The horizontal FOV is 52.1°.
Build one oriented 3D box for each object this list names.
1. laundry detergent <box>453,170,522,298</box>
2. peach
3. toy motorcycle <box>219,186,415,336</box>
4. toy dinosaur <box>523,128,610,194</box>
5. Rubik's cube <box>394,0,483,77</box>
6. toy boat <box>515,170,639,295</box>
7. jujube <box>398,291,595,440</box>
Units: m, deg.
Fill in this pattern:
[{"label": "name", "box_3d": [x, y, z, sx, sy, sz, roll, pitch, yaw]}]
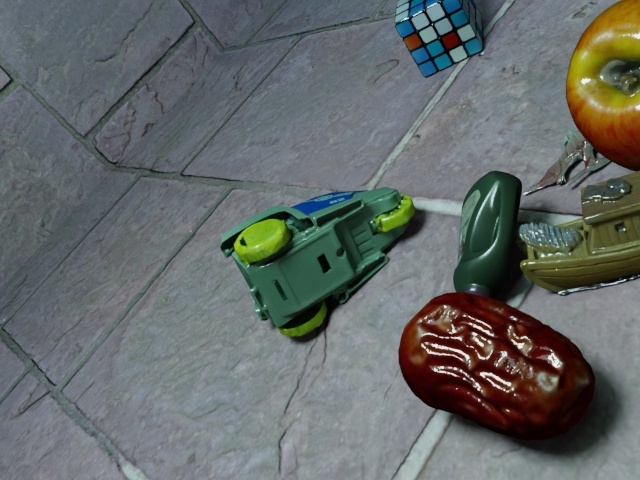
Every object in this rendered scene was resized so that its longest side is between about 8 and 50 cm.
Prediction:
[{"label": "laundry detergent", "box_3d": [0.236, 0.014, 0.937, 0.144, 0.078, 0.221, 112, 177, -53]}, {"label": "peach", "box_3d": [0.463, -0.206, 0.852, 0.281, 0.281, 0.238, -134, 49, -58]}, {"label": "toy motorcycle", "box_3d": [0.000, 0.000, 1.163, 0.326, 0.191, 0.200, -32, 26, -14]}, {"label": "toy dinosaur", "box_3d": [0.409, -0.139, 1.020, 0.220, 0.032, 0.108, -39, 34, 21]}, {"label": "Rubik's cube", "box_3d": [0.269, -0.494, 1.478, 0.151, 0.154, 0.155, -19, 39, 30]}, {"label": "toy boat", "box_3d": [0.399, -0.028, 0.813, 0.321, 0.121, 0.089, -20, 31, 30]}, {"label": "jujube", "box_3d": [0.203, 0.151, 0.782, 0.230, 0.155, 0.155, 24, 69, 45]}]
